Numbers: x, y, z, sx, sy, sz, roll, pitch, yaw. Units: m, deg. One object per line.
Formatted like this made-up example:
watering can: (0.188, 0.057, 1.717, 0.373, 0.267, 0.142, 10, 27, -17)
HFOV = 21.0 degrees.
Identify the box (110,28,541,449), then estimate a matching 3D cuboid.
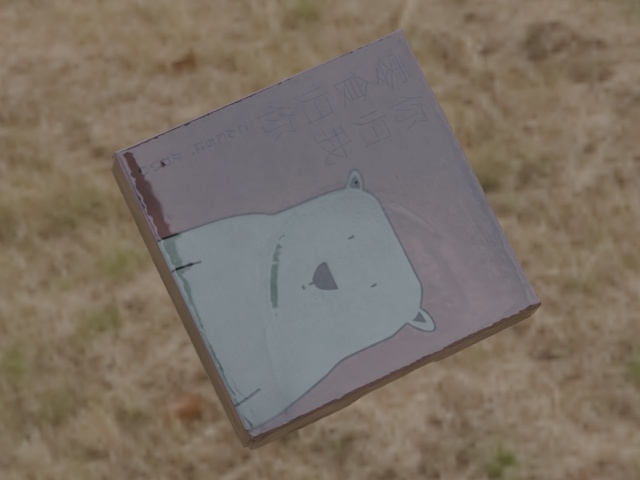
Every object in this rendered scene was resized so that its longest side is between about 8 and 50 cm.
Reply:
box: (0.000, 0.000, 1.142, 0.215, 0.215, 0.086, -24, -10, -11)
